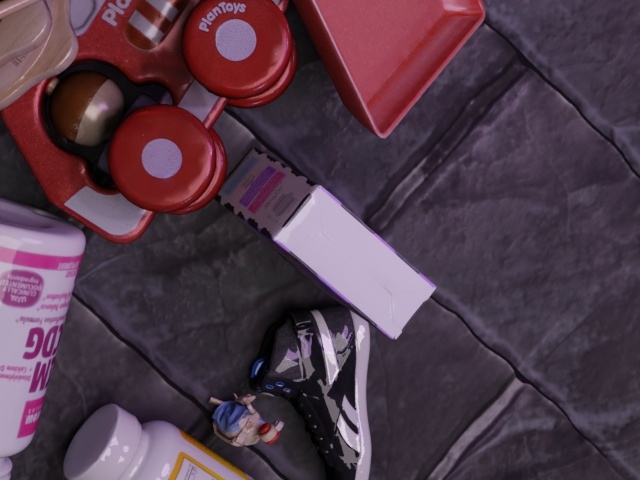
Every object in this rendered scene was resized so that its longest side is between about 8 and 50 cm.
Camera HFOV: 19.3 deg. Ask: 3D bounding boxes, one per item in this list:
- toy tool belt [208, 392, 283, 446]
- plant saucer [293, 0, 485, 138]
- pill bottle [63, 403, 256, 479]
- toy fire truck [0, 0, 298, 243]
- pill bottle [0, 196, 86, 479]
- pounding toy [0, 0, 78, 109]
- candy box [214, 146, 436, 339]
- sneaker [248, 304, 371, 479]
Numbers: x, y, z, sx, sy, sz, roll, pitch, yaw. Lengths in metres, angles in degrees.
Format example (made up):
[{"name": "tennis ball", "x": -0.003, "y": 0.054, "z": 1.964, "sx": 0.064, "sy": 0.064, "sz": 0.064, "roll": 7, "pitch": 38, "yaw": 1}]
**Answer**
[{"name": "toy tool belt", "x": -0.081, "y": 0.181, "z": 1.914, "sx": 0.052, "sy": 0.083, "sz": 0.051, "roll": -50, "pitch": 116, "yaw": -21}, {"name": "plant saucer", "x": 0.044, "y": -0.264, "z": 1.803, "sx": 0.259, "sy": 0.047, "sz": 0.258, "roll": -51, "pitch": 122, "yaw": -46}, {"name": "pill bottle", "x": -0.150, "y": 0.253, "z": 1.887, "sx": 0.208, "sy": 0.117, "sz": 0.117, "roll": 37, "pitch": 89, "yaw": -25}, {"name": "toy fire truck", "x": -0.174, "y": -0.166, "z": 1.765, "sx": 0.254, "sy": 0.169, "sz": 0.302, "roll": 34, "pitch": 92, "yaw": 1}, {"name": "pill bottle", "x": -0.329, "y": 0.107, "z": 1.758, "sx": 0.160, "sy": 0.160, "sz": 0.283, "roll": 12, "pitch": 99, "yaw": -23}, {"name": "pounding toy", "x": -0.309, "y": -0.217, "z": 1.664, "sx": 0.269, "sy": 0.155, "sz": 0.154, "roll": -33, "pitch": 70, "yaw": 5}, {"name": "candy box", "x": 0.000, "y": 0.000, "z": 1.834, "sx": 0.165, "sy": 0.196, "sz": 0.070, "roll": 41, "pitch": 87, "yaw": -25}, {"name": "sneaker", "x": -0.015, "y": 0.174, "z": 1.946, "sx": 0.121, "sy": 0.079, "sz": 0.217, "roll": -2, "pitch": 96, "yaw": -17}]
